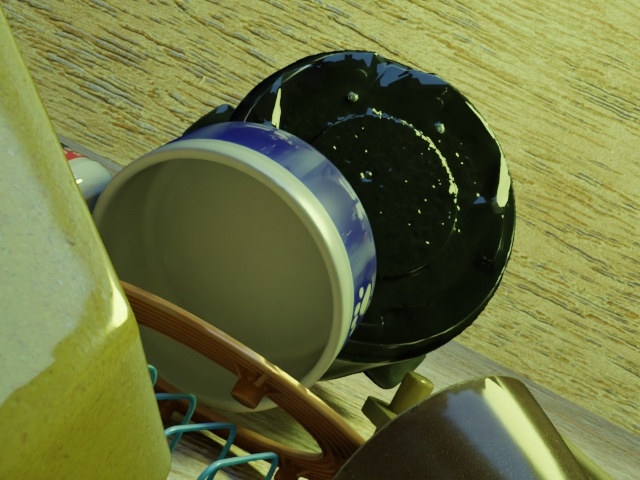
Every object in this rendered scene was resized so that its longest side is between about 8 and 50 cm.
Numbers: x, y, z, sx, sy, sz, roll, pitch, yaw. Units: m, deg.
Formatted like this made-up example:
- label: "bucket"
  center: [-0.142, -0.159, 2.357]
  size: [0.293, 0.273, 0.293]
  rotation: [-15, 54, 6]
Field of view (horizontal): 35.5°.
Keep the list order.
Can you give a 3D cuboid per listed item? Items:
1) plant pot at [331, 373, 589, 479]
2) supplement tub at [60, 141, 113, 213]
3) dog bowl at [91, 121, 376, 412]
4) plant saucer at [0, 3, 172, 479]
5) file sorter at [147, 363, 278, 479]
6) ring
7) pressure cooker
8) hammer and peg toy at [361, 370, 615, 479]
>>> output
- label: "plant pot"
  center: [0.141, 0.253, 0.724]
  size: [0.215, 0.215, 0.230]
  rotation: [22, 20, -49]
- label: "supplement tub"
  center: [-0.356, -0.046, 0.973]
  size: [0.272, 0.191, 0.191]
  rotation: [29, 5, 8]
- label: "dog bowl"
  center: [-0.084, 0.024, 0.955]
  size: [0.265, 0.264, 0.104]
  rotation: [29, 30, 10]
- label: "plant saucer"
  center: [-0.164, 0.002, 0.529]
  size: [0.332, 0.081, 0.332]
  rotation: [62, -15, 21]
- label: "file sorter"
  center: [-0.102, 0.168, 0.674]
  size: [0.170, 0.104, 0.118]
  rotation: [31, 6, 24]
- label: "ring"
  center: [-0.098, 0.130, 0.830]
  size: [0.337, 0.032, 0.336]
  rotation: [27, -22, 12]
- label: "pressure cooker"
  center: [0.005, -0.002, 1.261]
  size: [0.376, 0.369, 0.420]
  rotation: [6, -13, -17]
- label: "hammer and peg toy"
  center: [0.234, 0.291, 1.148]
  size: [0.361, 0.127, 0.266]
  rotation: [26, 3, -24]
